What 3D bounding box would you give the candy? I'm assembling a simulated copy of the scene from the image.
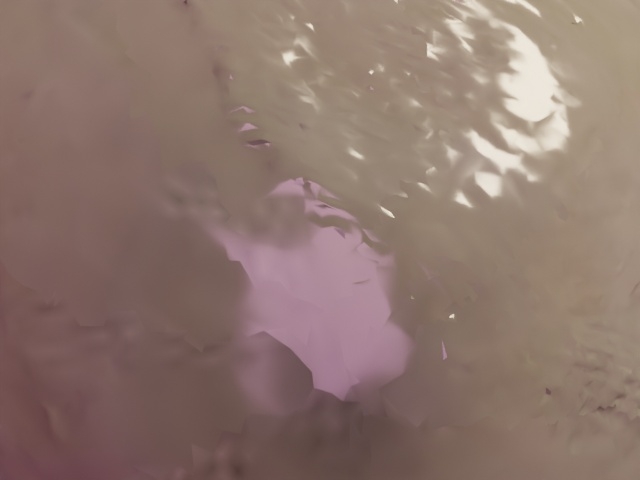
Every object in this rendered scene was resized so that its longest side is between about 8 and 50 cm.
[{"bbox_3d":[0.000,0.000,0.439,0.295,0.185,0.295,1,107,4],"label":"candy"}]
